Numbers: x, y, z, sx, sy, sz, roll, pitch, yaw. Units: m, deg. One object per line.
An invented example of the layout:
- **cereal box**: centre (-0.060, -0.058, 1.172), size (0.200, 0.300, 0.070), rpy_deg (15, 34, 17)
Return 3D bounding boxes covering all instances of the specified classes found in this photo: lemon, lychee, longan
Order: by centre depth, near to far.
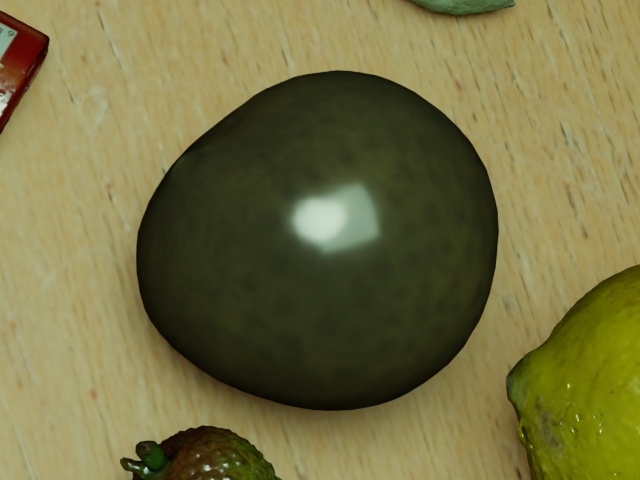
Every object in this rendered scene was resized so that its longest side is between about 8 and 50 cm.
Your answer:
- **longan**: centre (0.000, 0.000, 1.386), size (0.258, 0.258, 0.258), rpy_deg (3, 75, -13)
- **lychee**: centre (-0.084, 0.188, 1.388), size (0.146, 0.114, 0.114), rpy_deg (37, 69, -25)
- **lemon**: centre (0.282, 0.139, 1.415), size (0.310, 0.258, 0.258), rpy_deg (11, 74, -14)

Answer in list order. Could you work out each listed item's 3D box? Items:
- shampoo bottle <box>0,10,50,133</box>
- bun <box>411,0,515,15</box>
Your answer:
- **shampoo bottle**: centre (-0.361, -0.174, 1.432), size (0.314, 0.076, 0.118), rpy_deg (28, 72, -5)
- **bun**: centre (0.126, -0.291, 1.557), size (0.203, 0.126, 0.213), rpy_deg (6, 75, -10)
